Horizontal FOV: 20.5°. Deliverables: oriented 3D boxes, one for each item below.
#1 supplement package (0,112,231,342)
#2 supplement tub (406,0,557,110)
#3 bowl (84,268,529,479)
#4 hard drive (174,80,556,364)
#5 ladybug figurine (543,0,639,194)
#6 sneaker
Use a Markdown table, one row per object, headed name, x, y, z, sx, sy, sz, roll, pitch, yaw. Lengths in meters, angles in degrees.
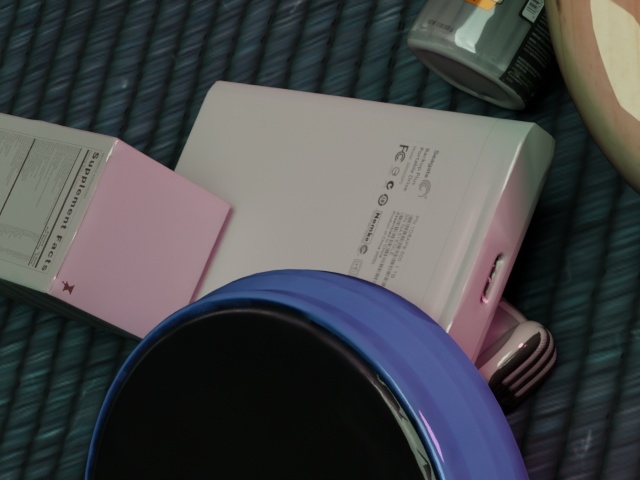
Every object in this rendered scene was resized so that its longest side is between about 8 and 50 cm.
| name | x | y | z | sx | sy | sz | roll | pitch | yaw |
| --- | --- | --- | --- | --- | --- | --- | --- | --- | --- |
| supplement package | -0.216 | -0.013 | 1.463 | 0.244 | 0.134 | 0.139 | 15 | 78 | 47 |
| supplement tub | 0.161 | -0.210 | 1.409 | 0.117 | 0.117 | 0.190 | 26 | 83 | 30 |
| bowl | -0.024 | 0.215 | 1.269 | 0.391 | 0.077 | 0.391 | 3 | 94 | 40 |
| hard drive | 0.000 | 0.000 | 1.391 | 0.353 | 0.047 | 0.233 | 12 | 76 | 45 |
| ladybug figurine | 0.302 | -0.202 | 1.285 | 0.305 | 0.162 | 0.449 | 8 | 71 | -4 |
| sneaker | 0.061 | 0.116 | 1.364 | 0.229 | 0.086 | 0.132 | -39 | 55 | -4 |
